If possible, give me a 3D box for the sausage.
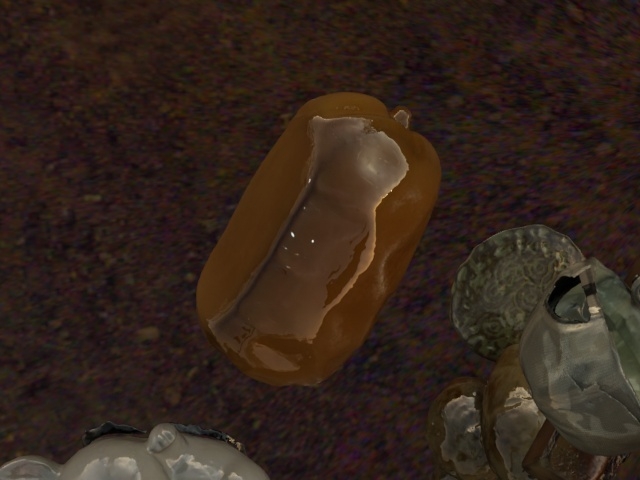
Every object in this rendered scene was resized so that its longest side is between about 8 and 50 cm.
[{"bbox_3d":[0.000,0.000,0.947,0.241,0.136,0.120,-63,34,15],"label":"sausage"}]

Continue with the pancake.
[{"bbox_3d":[0.307,0.082,1.861,0.235,0.029,0.211,-10,104,-9],"label":"pancake"}]

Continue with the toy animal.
[{"bbox_3d":[-0.207,0.305,1.394,0.325,0.154,0.208,-8,123,-4],"label":"toy animal"}]

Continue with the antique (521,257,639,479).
[{"bbox_3d":[0.353,0.160,1.435,0.093,0.087,0.310,33,73,3],"label":"antique"}]

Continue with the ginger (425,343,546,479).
[{"bbox_3d":[0.266,0.293,1.836,0.304,0.155,0.244,-34,60,51],"label":"ginger"}]

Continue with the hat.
[{"bbox_3d":[0.329,0.137,1.220,0.275,0.232,0.161,18,134,-10],"label":"hat"}]
